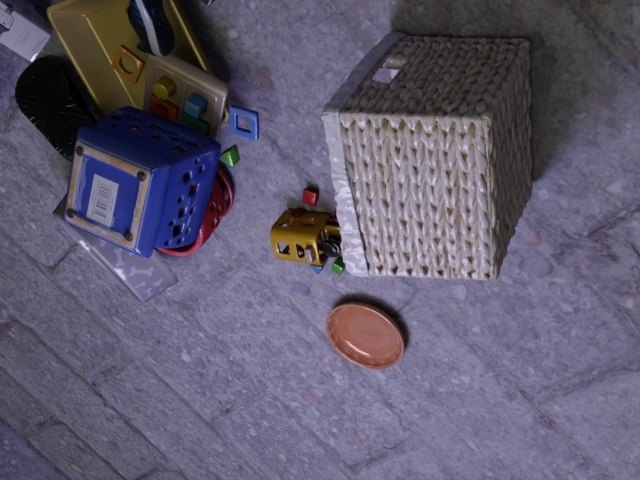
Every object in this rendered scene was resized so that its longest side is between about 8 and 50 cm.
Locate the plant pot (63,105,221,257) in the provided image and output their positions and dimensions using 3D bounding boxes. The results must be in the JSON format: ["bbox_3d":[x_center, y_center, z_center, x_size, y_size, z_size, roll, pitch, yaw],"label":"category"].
[{"bbox_3d":[-0.363,-0.109,1.577,0.236,0.212,0.236,23,113,13],"label":"plant pot"}]

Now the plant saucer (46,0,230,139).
[{"bbox_3d":[-0.363,-0.381,1.669,0.332,0.081,0.333,-7,122,34],"label":"plant saucer"}]

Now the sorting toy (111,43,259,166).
[{"bbox_3d":[-0.287,-0.268,1.625,0.347,0.047,0.196,29,134,8],"label":"sorting toy"}]

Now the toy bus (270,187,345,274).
[{"bbox_3d":[-0.010,0.003,1.746,0.191,0.104,0.202,41,135,-4],"label":"toy bus"}]

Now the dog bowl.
[{"bbox_3d":[-0.500,0.012,1.934,0.349,0.102,0.349,41,166,13],"label":"dog bowl"}]

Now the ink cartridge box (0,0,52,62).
[{"bbox_3d":[-0.664,-0.476,1.676,0.190,0.140,0.082,31,107,-32],"label":"ink cartridge box"}]

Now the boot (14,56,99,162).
[{"bbox_3d":[-0.550,-0.241,1.858,0.348,0.131,0.260,55,-179,29],"label":"boot"}]

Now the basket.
[{"bbox_3d":[0.197,-0.141,1.355,0.266,0.328,0.331,7,127,24],"label":"basket"}]

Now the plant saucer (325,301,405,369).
[{"bbox_3d":[0.108,0.219,1.897,0.200,0.037,0.200,16,131,19],"label":"plant saucer"}]

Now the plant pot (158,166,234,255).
[{"bbox_3d":[-0.302,-0.089,1.798,0.191,0.174,0.191,17,132,19],"label":"plant pot"}]

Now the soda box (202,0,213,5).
[{"bbox_3d":[-0.253,-0.523,1.508,0.169,0.053,0.060,39,135,-3],"label":"soda box"}]

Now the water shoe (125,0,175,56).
[{"bbox_3d":[-0.336,-0.439,1.500,0.080,0.073,0.203,12,128,29],"label":"water shoe"}]
